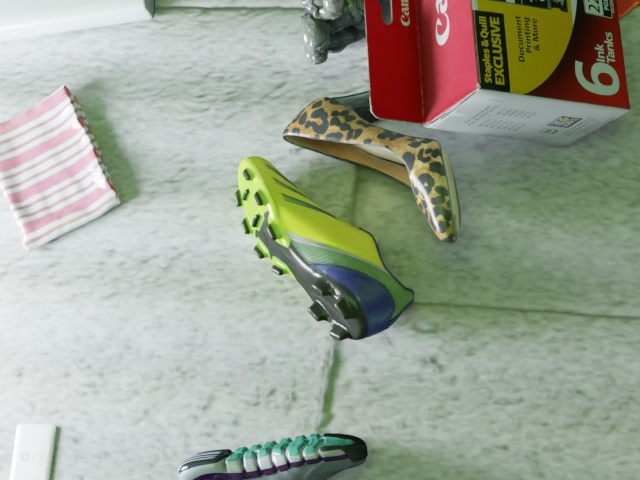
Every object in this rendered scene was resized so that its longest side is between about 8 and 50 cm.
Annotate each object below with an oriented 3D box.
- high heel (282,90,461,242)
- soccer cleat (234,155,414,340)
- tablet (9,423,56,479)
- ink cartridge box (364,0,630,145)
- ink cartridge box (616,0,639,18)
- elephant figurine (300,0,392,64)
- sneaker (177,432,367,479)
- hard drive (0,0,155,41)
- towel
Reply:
[{"bbox_3d":[0.061,-0.078,1.511,0.186,0.093,0.261,-16,52,2],"label":"high heel"},{"bbox_3d":[0.000,0.001,1.526,0.121,0.093,0.289,-24,58,-27],"label":"soccer cleat"},{"bbox_3d":[-0.356,0.268,1.556,0.054,0.006,0.083,-1,71,15],"label":"tablet"},{"bbox_3d":[0.195,-0.284,1.452,0.272,0.130,0.309,4,73,-24],"label":"ink cartridge box"},{"bbox_3d":[0.373,-0.387,1.566,0.225,0.056,0.181,-36,66,-1],"label":"ink cartridge box"},{"bbox_3d":[0.096,-0.299,1.571,0.239,0.169,0.186,-3,114,4],"label":"elephant figurine"},{"bbox_3d":[-0.049,0.281,1.445,0.224,0.083,0.098,-10,92,14],"label":"sneaker"},{"bbox_3d":[-0.403,-0.398,1.779,0.353,0.047,0.233,-6,70,13],"label":"hard drive"},{"bbox_3d":[-0.362,-0.097,1.672,0.144,0.029,0.197,-29,67,5],"label":"towel"}]
